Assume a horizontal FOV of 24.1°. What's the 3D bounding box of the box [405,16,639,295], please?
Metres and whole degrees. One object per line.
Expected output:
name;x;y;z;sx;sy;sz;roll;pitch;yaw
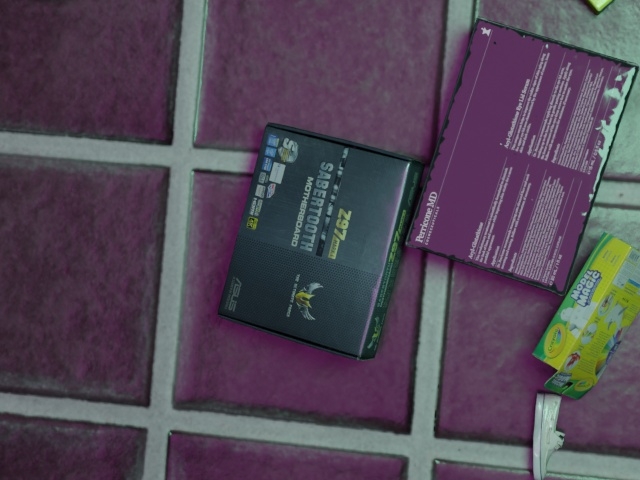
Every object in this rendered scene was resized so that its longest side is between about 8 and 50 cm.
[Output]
box;0.220;-0.092;1.657;0.184;0.103;0.261;18;94;5

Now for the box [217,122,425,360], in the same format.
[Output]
box;0.000;0.000;1.688;0.183;0.059;0.233;16;94;21

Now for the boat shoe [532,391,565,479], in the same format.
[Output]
boat shoe;0.257;0.222;1.690;0.035;0.035;0.100;4;85;10

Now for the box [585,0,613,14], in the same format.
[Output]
box;0.291;-0.354;1.674;0.109;0.042;0.178;-42;86;6

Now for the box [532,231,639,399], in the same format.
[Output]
box;0.300;0.087;1.647;0.043;0.105;0.179;31;93;36
